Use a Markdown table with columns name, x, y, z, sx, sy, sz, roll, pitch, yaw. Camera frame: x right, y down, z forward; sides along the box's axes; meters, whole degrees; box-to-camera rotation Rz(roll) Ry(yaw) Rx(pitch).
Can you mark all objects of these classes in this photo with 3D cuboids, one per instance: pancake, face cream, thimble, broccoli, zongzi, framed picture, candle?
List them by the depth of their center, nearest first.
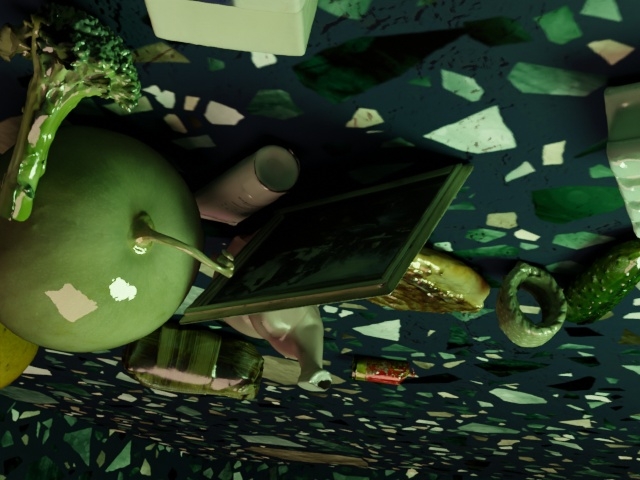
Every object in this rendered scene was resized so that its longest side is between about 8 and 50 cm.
| name | x | y | z | sx | sy | sz | roll | pitch | yaw |
| --- | --- | --- | --- | --- | --- | --- | --- | --- | --- |
| broccoli | -0.245 | -0.112 | 0.676 | 0.122 | 0.204 | 0.118 | 22 | -163 | -34 |
| framed picture | 0.000 | 0.000 | 0.815 | 0.296 | 0.232 | 0.019 | -13 | 117 | 39 |
| face cream | -0.103 | -0.056 | 0.903 | 0.092 | 0.058 | 0.244 | 16 | 162 | -25 |
| thimble | 0.282 | 0.086 | 1.009 | 0.085 | 0.109 | 0.062 | -12 | 154 | -10 |
| pancake | 0.109 | 0.051 | 1.084 | 0.266 | 0.057 | 0.244 | 22 | 162 | -16 |
| candle | 0.130 | 0.269 | 1.535 | 0.131 | 0.051 | 0.052 | 6 | 156 | 6 |
| zongzi | -0.276 | 0.274 | 1.584 | 0.286 | 0.134 | 0.288 | 16 | 154 | -9 |

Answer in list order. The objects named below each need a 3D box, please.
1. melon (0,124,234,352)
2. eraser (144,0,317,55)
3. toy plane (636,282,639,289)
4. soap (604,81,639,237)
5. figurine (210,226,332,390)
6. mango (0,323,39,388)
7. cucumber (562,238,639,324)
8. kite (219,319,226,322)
| name | x | y | z | sx | sy | sz | roll | pitch | yaw |
| --- | --- | --- | --- | --- | --- | --- | --- | --- | --- |
| melon | -0.271 | 0.001 | 0.842 | 0.272 | 0.271 | 0.308 | 21 | 147 | -24 |
| eraser | -0.066 | -0.233 | 0.458 | 0.124 | 0.081 | 0.279 | 8 | 156 | 5 |
| toy plane | 0.487 | 0.068 | 0.949 | 0.171 | 0.065 | 0.162 | 3 | 166 | 3 |
| soap | 0.391 | -0.080 | 0.621 | 0.266 | 0.087 | 0.160 | -6 | 151 | 30 |
| figurine | -0.041 | 0.067 | 0.982 | 0.176 | 0.186 | 0.287 | 38 | -178 | -19 |
| mango | -0.622 | 0.121 | 1.235 | 0.221 | 0.263 | 0.378 | -29 | 158 | -5 |
| cucumber | 0.368 | 0.053 | 0.959 | 0.069 | 0.069 | 0.227 | 11 | 152 | -2 |
| kite | -0.160 | 0.145 | 1.414 | 0.160 | 0.010 | 0.183 | -2 | 153 | 23 |
